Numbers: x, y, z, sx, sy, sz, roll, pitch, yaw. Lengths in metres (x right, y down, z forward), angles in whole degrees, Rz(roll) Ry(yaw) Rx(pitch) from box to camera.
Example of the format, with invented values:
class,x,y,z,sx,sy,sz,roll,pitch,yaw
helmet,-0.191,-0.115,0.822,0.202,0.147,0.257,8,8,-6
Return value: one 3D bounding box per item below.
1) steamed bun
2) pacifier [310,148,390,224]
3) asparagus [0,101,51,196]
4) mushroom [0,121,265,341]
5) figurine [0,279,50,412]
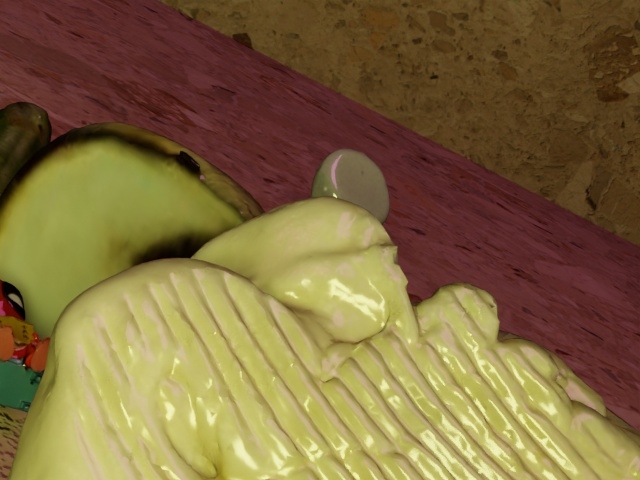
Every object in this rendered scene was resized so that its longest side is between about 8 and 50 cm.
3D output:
class,x,y,z,sx,sy,sz,roll,pitch,yaw
steamed bun,-0.003,0.160,0.721,0.339,0.247,0.352,43,53,9
pacifier,0.000,0.000,1.315,0.279,0.207,0.227,20,1,-32
asparagus,-0.310,-0.062,1.181,0.085,0.082,0.343,30,17,-13
mushroom,-0.107,0.038,0.965,0.212,0.217,0.292,19,18,-45
figurine,-0.238,0.072,0.897,0.068,0.075,0.140,18,9,-32
